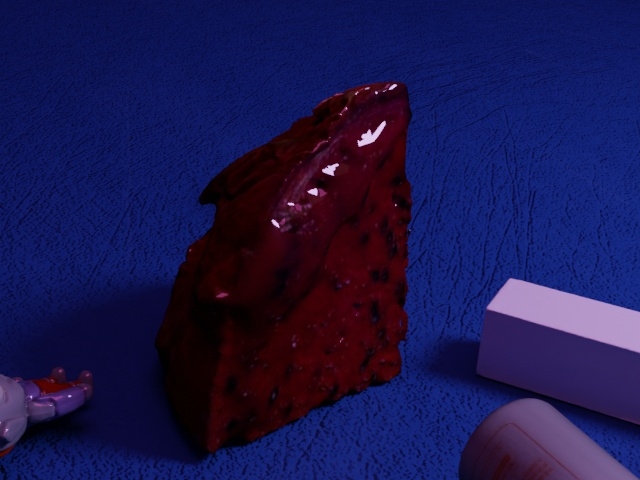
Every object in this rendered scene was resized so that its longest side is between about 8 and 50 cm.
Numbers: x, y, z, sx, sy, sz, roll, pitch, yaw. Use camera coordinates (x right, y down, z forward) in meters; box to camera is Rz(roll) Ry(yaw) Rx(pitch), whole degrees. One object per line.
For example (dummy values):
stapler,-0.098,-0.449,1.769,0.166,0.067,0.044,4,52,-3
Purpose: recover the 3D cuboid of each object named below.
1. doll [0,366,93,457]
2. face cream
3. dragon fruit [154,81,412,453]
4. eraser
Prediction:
doll,-0.273,0.143,1.027,0.102,0.075,0.227,2,9,33
face cream,0.208,0.218,0.927,0.101,0.101,0.251,-10,30,-28
dragon fruit,0.000,0.000,1.163,0.240,0.330,0.302,19,18,-22
eraser,0.298,0.118,1.176,0.298,0.076,0.078,15,28,21
